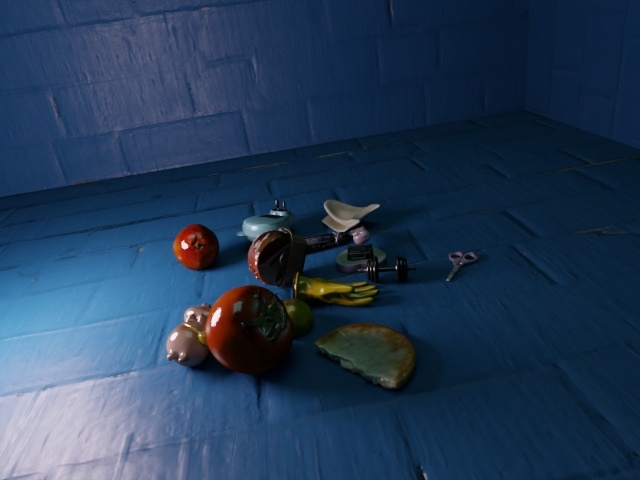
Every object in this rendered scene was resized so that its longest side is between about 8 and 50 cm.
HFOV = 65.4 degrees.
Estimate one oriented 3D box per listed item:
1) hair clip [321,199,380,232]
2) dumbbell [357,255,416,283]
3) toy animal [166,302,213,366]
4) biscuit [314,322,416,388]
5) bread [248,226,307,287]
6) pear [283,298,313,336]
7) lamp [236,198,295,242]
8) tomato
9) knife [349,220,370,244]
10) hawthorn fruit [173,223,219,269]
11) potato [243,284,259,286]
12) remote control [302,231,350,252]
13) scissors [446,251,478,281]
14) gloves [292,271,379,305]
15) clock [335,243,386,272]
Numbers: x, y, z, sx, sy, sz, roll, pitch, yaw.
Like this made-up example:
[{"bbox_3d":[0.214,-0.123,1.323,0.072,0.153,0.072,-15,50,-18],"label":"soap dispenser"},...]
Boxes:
[{"bbox_3d":[0.116,-0.109,2.279,0.282,0.113,0.172,17,40,37],"label":"hair clip"},{"bbox_3d":[0.239,0.104,1.795,0.208,0.099,0.099,-3,26,12],"label":"dumbbell"},{"bbox_3d":[-0.377,0.293,1.542,0.165,0.149,0.248,16,25,18],"label":"toy animal"},{"bbox_3d":[0.150,0.318,1.442,0.309,0.040,0.204,17,36,41],"label":"biscuit"},{"bbox_3d":[-0.159,0.066,1.850,0.211,0.224,0.142,2,16,-37],"label":"bread"},{"bbox_3d":[-0.095,0.241,1.612,0.141,0.104,0.141,-4,23,2],"label":"pear"},{"bbox_3d":[-0.226,-0.066,2.234,0.209,0.147,0.284,10,39,29],"label":"lamp"},{"bbox_3d":[-0.204,0.255,1.439,0.224,0.256,0.256,-32,14,29],"label":"tomato"},{"bbox_3d":[0.166,-0.036,2.153,0.081,0.043,0.336,-24,10,5],"label":"knife"},{"bbox_3d":[-0.507,0.025,2.050,0.196,0.197,0.225,-16,-3,-16],"label":"hawthorn fruit"},{"bbox_3d":[-0.235,0.220,1.670,0.137,0.137,0.176,-18,29,-20],"label":"potato"},{"bbox_3d":[0.000,0.000,2.122,0.265,0.066,0.090,-14,30,-12],"label":"remote control"},{"bbox_3d":[0.502,0.093,1.830,0.110,0.021,0.212,6,28,32],"label":"scissors"},{"bbox_3d":[0.057,0.170,1.727,0.294,0.116,0.133,1,33,5],"label":"gloves"},{"bbox_3d":[0.158,0.056,1.962,0.198,0.064,0.172,-4,27,6],"label":"clock"}]
